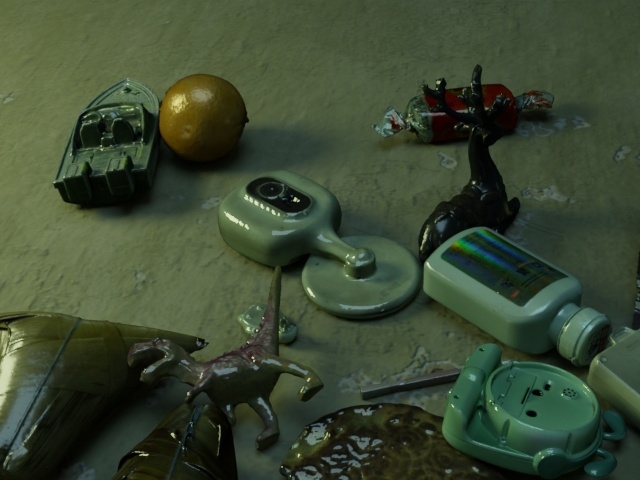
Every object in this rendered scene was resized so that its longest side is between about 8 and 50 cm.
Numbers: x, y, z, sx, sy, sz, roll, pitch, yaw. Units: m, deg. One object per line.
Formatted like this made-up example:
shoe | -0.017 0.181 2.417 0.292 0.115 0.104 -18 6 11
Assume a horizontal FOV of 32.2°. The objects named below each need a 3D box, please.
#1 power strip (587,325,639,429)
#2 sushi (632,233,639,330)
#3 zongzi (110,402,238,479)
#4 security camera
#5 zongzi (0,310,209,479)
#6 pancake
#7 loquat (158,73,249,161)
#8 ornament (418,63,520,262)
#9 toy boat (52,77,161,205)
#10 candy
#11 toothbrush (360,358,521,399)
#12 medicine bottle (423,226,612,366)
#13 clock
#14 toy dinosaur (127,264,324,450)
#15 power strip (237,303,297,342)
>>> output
power strip | 0.415 0.188 1.195 0.118 0.046 0.270 -25 46 -26
sushi | 0.486 0.037 1.393 0.193 0.043 0.279 9 54 6
zongzi | -0.097 0.275 1.096 0.242 0.112 0.221 20 42 16
security camera | 0.000 0.000 1.469 0.301 0.080 0.157 30 48 32
zongzi | -0.255 0.185 1.245 0.256 0.115 0.228 7 45 -12
pancake | 0.062 0.282 1.133 0.286 0.033 0.288 -29 44 -27
loquat | -0.178 -0.185 1.677 0.141 0.141 0.141 -2 38 2
ornament | 0.180 -0.103 1.451 0.080 0.236 0.202 17 39 41
toy boat | -0.315 -0.165 1.692 0.141 0.092 0.319 -8 36 5
candy | 0.222 -0.198 1.714 0.292 0.059 0.086 -9 41 -5
toothbrush | 0.142 0.161 1.293 0.194 0.014 0.017 -8 38 -6
medicine bottle | 0.243 0.071 1.346 0.121 0.083 0.229 -28 44 -32
clock | 0.235 0.188 1.195 0.189 0.060 0.148 17 31 14
toy dinosaur | -0.079 0.128 1.273 0.251 0.072 0.200 -32 58 -28
power strip | -0.065 0.099 1.376 0.083 0.035 0.055 23 45 34
